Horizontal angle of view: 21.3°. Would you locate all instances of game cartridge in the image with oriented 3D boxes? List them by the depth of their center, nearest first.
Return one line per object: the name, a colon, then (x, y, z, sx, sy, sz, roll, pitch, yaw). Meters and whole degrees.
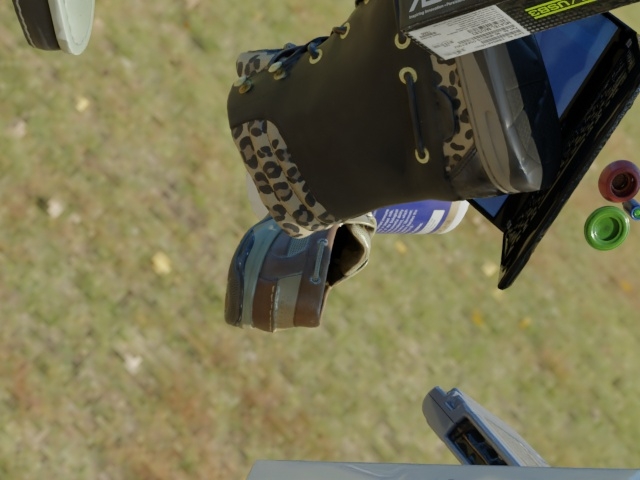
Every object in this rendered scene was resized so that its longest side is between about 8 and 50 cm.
game cartridge: (0.243, 0.289, 1.852, 0.198, 0.062, 0.297, 43, 4, -47)

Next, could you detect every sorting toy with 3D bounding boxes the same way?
sorting toy: (0.317, -0.041, 1.839, 0.061, 0.102, 0.042, 14, 16, -16)

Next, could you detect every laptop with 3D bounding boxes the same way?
laptop: (0.180, -0.117, 1.567, 0.136, 0.234, 0.264, 30, 19, -2)

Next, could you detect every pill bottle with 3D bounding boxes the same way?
pill bottle: (0.049, -0.084, 2.176, 0.265, 0.153, 0.153, 0, 39, -25)

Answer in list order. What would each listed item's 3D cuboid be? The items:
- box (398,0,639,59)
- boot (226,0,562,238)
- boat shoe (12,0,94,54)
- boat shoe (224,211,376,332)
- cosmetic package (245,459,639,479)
box: (0.122, -0.196, 0.792, 0.045, 0.191, 0.184, 28, 55, -50)
boot: (0.041, -0.194, 1.535, 0.138, 0.284, 0.377, -19, 91, -54)
boat shoe: (-0.188, -0.221, 1.020, 0.081, 0.069, 0.227, -66, 149, -70)
boat shoe: (0.000, 0.000, 1.861, 0.120, 0.122, 0.324, 13, 39, 13)
cosmetic package: (0.109, 0.288, 1.306, 0.217, 0.385, 0.156, 50, 51, -31)
